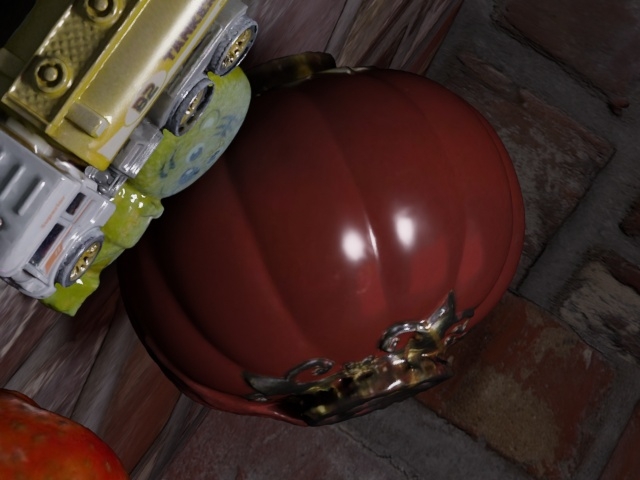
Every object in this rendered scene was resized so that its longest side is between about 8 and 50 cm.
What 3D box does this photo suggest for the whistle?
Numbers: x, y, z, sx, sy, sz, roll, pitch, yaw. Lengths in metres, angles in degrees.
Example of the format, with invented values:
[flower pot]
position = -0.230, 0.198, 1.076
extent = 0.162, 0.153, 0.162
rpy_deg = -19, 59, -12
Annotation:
[whistle]
position = -0.120, -0.040, 1.043
extent = 0.198, 0.057, 0.104
rpy_deg = -51, 166, 9

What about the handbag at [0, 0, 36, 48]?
[handbag]
position = -0.117, -0.090, 0.481
extent = 0.238, 0.089, 0.326
rpy_deg = -58, 177, 8

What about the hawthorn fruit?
[hawthorn fruit]
position = -0.198, 0.183, 1.003
extent = 0.189, 0.189, 0.189
rpy_deg = -57, 175, -7

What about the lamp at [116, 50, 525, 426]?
[lamp]
position = 0.000, 0.000, 1.196
extent = 0.303, 0.257, 0.303
rpy_deg = -20, 170, -3

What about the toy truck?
[toy truck]
position = -0.067, -0.045, 0.467
extent = 0.123, 0.052, 0.063
rpy_deg = -54, 172, -1
